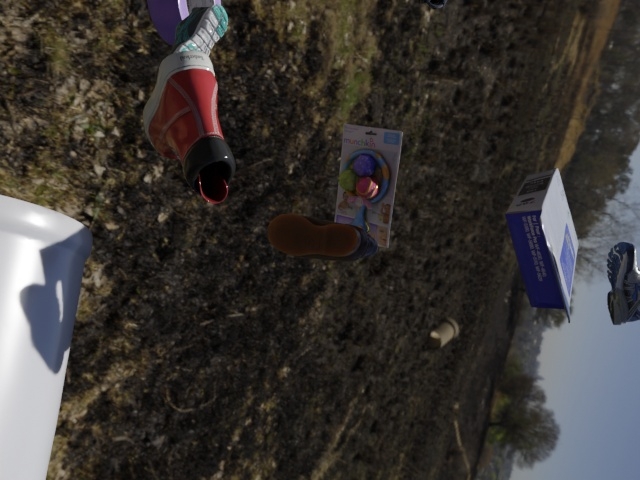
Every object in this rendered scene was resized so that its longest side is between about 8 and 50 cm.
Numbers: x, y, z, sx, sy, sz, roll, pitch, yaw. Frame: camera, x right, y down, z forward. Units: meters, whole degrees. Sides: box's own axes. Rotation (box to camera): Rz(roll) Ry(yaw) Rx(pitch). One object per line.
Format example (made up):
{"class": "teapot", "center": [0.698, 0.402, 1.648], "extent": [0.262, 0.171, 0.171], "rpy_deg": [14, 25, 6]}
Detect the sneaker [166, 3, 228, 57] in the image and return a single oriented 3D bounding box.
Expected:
{"class": "sneaker", "center": [-0.240, -0.362, 0.884], "extent": [0.166, 0.076, 0.065], "rpy_deg": [-58, 150, -14]}

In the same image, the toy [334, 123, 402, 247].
{"class": "toy", "center": [0.081, -0.106, 0.975], "extent": [0.056, 0.137, 0.237], "rpy_deg": [-24, 123, -50]}

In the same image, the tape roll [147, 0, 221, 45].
{"class": "tape roll", "center": [-0.310, -0.549, 1.117], "extent": [0.189, 0.080, 0.188], "rpy_deg": [7, 90, -74]}

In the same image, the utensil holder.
{"class": "utensil holder", "center": [-0.486, 0.155, 0.599], "extent": [0.328, 0.328, 0.384], "rpy_deg": [32, 57, -65]}

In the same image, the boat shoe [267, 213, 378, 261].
{"class": "boat shoe", "center": [0.000, 0.000, 0.824], "extent": [0.073, 0.207, 0.073], "rpy_deg": [13, 90, -50]}

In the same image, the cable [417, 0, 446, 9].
{"class": "cable", "center": [0.134, -0.429, 0.731], "extent": [0.150, 0.047, 0.184], "rpy_deg": [44, 30, -32]}

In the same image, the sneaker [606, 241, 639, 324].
{"class": "sneaker", "center": [0.433, 0.057, 0.669], "extent": [0.052, 0.058, 0.135], "rpy_deg": [-68, 145, -52]}

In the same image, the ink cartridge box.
{"class": "ink cartridge box", "center": [0.373, -0.006, 0.807], "extent": [0.333, 0.065, 0.165], "rpy_deg": [-34, 107, -56]}

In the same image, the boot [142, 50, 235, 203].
{"class": "boot", "center": [-0.183, -0.119, 0.679], "extent": [0.089, 0.244, 0.176], "rpy_deg": [-13, 83, -25]}
